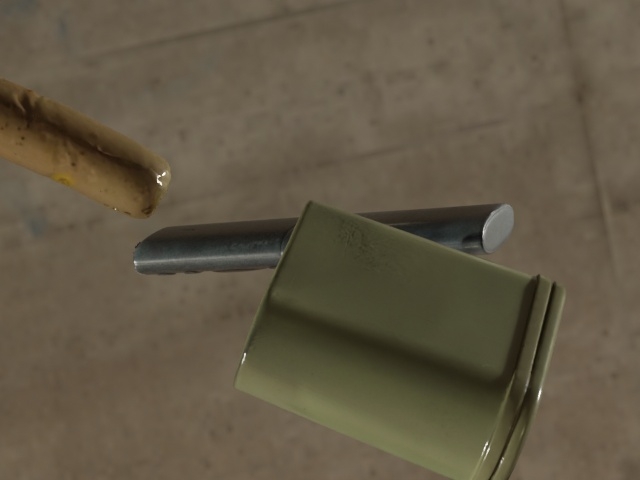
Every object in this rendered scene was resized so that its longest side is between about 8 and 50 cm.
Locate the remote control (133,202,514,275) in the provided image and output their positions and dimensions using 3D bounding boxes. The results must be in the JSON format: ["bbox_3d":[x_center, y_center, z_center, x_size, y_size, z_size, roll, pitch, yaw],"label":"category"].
[{"bbox_3d":[0.000,0.000,1.989,0.377,0.044,0.107,-4,-171,23],"label":"remote control"}]

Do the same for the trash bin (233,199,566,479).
[{"bbox_3d":[0.070,0.087,1.721,0.247,0.121,0.243,20,-143,1],"label":"trash bin"}]

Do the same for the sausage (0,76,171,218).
[{"bbox_3d":[-0.257,-0.096,1.530,0.301,0.066,0.066,22,-173,-7],"label":"sausage"}]
